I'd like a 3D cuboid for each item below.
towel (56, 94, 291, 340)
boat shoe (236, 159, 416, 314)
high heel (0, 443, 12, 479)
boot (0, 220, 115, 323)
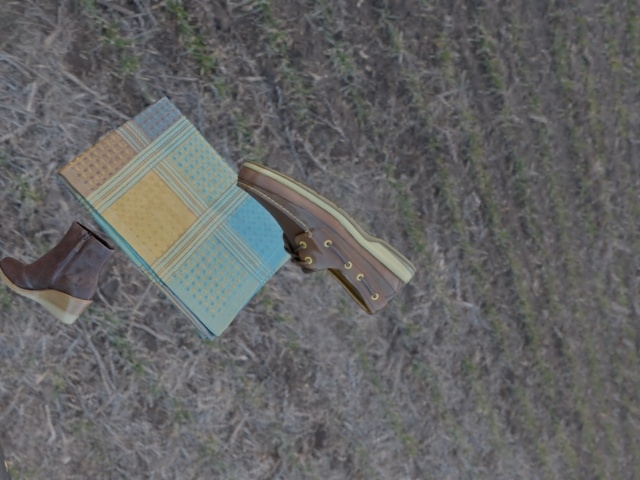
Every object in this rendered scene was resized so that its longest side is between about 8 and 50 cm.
[{"bbox_3d":[-0.231,-0.045,1.342,0.370,0.040,0.271,48,52,-7],"label":"towel"},{"bbox_3d":[0.000,0.000,0.645,0.178,0.064,0.060,36,86,-21],"label":"boat shoe"},{"bbox_3d":[-0.172,0.167,0.427,0.186,0.093,0.261,-6,100,-75],"label":"high heel"},{"bbox_3d":[-0.590,0.044,1.745,0.207,0.248,0.090,-61,164,8],"label":"boot"}]
